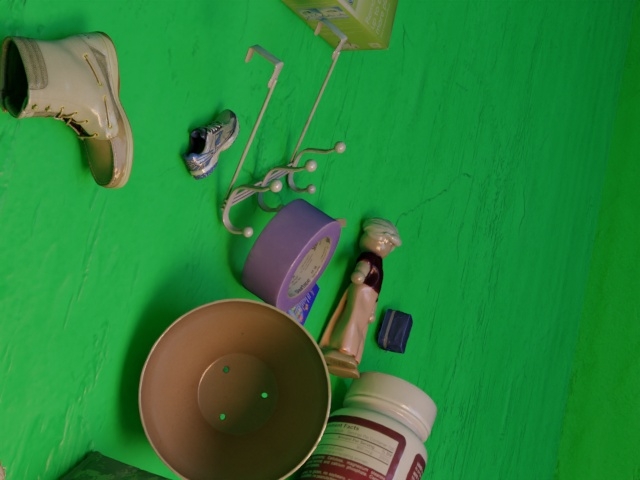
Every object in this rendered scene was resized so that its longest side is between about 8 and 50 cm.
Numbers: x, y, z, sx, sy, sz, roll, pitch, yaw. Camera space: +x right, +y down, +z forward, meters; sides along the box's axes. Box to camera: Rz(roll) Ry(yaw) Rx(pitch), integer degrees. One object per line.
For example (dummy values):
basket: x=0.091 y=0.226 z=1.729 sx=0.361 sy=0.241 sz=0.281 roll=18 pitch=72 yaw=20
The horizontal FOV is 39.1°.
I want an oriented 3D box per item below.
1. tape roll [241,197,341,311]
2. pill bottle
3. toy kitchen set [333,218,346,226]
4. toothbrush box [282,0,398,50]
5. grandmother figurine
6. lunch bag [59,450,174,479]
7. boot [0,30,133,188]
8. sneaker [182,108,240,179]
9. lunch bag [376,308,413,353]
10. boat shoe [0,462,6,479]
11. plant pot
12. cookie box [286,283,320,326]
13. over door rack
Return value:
tape roll: x=-0.049 y=0.027 z=1.570 sx=0.189 sy=0.080 sz=0.189 roll=-49 pitch=161 yaw=-23
pill bottle: x=0.077 y=0.472 z=1.783 sx=0.392 sy=0.224 sz=0.224 roll=-62 pitch=142 yaw=-30
toy kitchen set: x=0.000 y=0.000 z=1.722 sx=0.068 sy=0.075 sz=0.083 roll=-7 pitch=96 yaw=-56
toothbrush box: x=0.033 y=-0.501 z=1.654 sx=0.283 sy=0.122 sz=0.206 roll=28 pitch=71 yaw=-54
grandmother figurine: x=0.086 y=0.102 z=1.865 sx=0.208 sy=0.104 sz=0.342 roll=92 pitch=15 yaw=-65
lunch bag: x=-0.292 y=0.444 z=1.181 sx=0.287 sy=0.235 sz=0.169 roll=-40 pitch=131 yaw=-48
boot: x=-0.331 y=-0.162 z=1.174 sx=0.165 sy=0.077 sz=0.213 roll=-21 pitch=108 yaw=-55
sneaker: x=-0.176 y=-0.165 z=1.443 sx=0.058 sy=0.052 sz=0.135 roll=53 pitch=51 yaw=-42
lunch bag: x=0.163 y=0.207 z=2.026 sx=0.067 sy=0.065 sz=0.098 roll=68 pitch=38 yaw=-60
boat shoe: x=-0.420 y=0.290 z=1.135 sx=0.043 sy=0.049 sz=0.137 roll=-59 pitch=135 yaw=-37
plant pot: x=-0.131 y=0.243 z=1.418 sx=0.191 sy=0.284 sz=0.284 roll=111 pitch=-8 yaw=-79
cookie box: x=-0.052 y=0.107 z=1.690 sx=0.092 sy=0.040 sz=0.107 roll=57 pitch=49 yaw=-45
over door rack: x=-0.045 y=-0.180 z=1.502 sx=0.239 sy=0.108 sz=0.324 roll=-37 pitch=147 yaw=-53
